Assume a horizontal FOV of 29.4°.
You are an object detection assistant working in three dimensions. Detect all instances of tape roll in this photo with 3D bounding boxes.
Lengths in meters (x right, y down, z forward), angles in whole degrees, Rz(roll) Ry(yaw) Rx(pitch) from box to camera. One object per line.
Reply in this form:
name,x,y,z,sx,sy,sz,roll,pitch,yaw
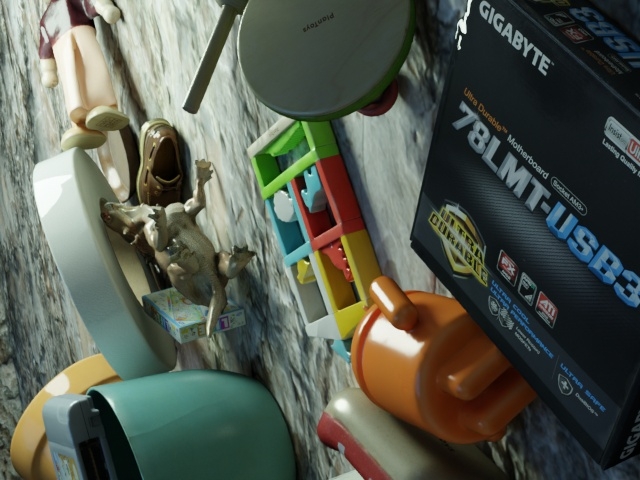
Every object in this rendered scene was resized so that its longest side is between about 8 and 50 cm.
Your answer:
tape roll,-0.334,0.042,1.925,0.392,0.072,0.392,-24,-90,-89

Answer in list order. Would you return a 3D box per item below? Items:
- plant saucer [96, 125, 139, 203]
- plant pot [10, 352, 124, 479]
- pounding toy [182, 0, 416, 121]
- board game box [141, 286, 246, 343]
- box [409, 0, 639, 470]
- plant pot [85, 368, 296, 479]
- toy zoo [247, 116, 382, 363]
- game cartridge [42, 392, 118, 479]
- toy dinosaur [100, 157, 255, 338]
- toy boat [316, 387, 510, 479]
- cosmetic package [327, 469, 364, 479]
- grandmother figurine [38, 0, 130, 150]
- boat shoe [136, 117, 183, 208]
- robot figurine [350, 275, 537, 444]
plant saucer,-0.344,-0.148,2.075,0.168,0.029,0.169,44,143,47
plant pot,-0.379,0.376,2.194,0.203,0.290,0.291,36,138,30
pounding toy,0.000,-0.189,1.206,0.236,0.110,0.183,3,76,29
board game box,-0.189,0.103,1.802,0.154,0.103,0.026,29,130,58
box,0.193,-0.024,0.958,0.295,0.073,0.293,53,149,38
plant pot,-0.176,0.317,1.741,0.293,0.235,0.293,44,141,50
toy zoo,0.000,0.000,1.427,0.192,0.030,0.293,-32,75,65
game cartridge,-0.331,0.369,1.759,0.198,0.062,0.297,-14,92,62
toy dinosaur,-0.192,0.026,1.746,0.296,0.127,0.200,59,151,22
toy boat,0.078,0.252,1.228,0.231,0.151,0.151,43,110,51
cosmetic package,0.044,0.445,1.441,0.113,0.160,0.310,1,103,65
grandmother figurine,-0.399,-0.328,1.971,0.207,0.104,0.342,-29,68,25
boat shoe,-0.240,-0.093,1.842,0.060,0.064,0.178,45,140,51
robot figurine,0.109,0.113,1.146,0.219,0.158,0.128,14,88,63
